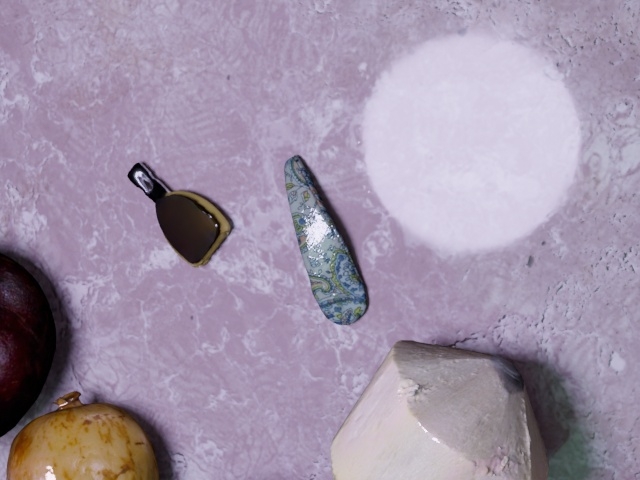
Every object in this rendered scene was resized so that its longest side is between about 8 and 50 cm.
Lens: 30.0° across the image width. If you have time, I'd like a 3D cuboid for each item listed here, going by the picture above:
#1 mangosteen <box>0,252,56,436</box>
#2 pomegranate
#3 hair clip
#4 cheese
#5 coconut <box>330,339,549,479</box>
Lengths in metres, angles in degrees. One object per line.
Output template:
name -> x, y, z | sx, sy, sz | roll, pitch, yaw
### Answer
mangosteen -> -0.512, 0.143, 1.619 | 0.297, 0.293, 0.297 | -2, 85, 27
pomegranate -> -0.330, 0.310, 1.613 | 0.215, 0.215, 0.215 | 3, 99, 22
hair clip -> -0.001, 0.001, 1.527 | 0.066, 0.036, 0.229 | -20, 90, 17
cheese -> -0.198, -0.042, 1.601 | 0.162, 0.036, 0.086 | 42, 114, 12
coconut -> 0.147, 0.237, 1.398 | 0.239, 0.239, 0.244 | 36, 108, 14
